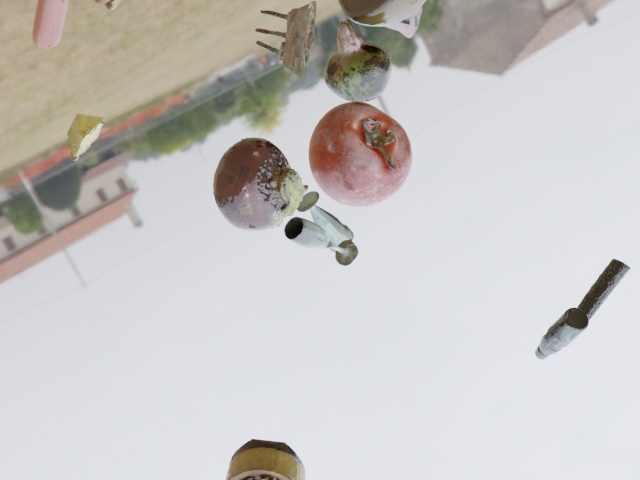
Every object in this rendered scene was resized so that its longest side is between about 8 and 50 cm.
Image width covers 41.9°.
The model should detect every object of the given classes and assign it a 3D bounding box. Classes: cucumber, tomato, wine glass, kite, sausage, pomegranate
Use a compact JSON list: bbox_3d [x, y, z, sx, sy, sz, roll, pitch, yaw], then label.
[{"bbox_3d":[0.749,0.146,2.248,0.214,0.052,0.058,-53,-155,-2],"label":"cucumber"},{"bbox_3d":[0.092,-0.210,2.133,0.270,0.270,0.227,-37,178,-40],"label":"tomato"},{"bbox_3d":[0.012,-0.045,1.981,0.073,0.155,0.073,-26,-146,20],"label":"wine glass"},{"bbox_3d":[-0.060,-0.363,1.454,0.016,0.127,0.229,6,-162,-31],"label":"kite"},{"bbox_3d":[-0.582,-0.489,1.804,0.062,0.062,0.154,-42,163,-52],"label":"sausage"},{"bbox_3d":[0.073,-0.361,1.692,0.138,0.163,0.125,-9,-176,17],"label":"pomegranate"},{"bbox_3d":[0.000,0.000,1.778,0.066,0.066,0.198,-20,153,32],"label":"wine glass"}]

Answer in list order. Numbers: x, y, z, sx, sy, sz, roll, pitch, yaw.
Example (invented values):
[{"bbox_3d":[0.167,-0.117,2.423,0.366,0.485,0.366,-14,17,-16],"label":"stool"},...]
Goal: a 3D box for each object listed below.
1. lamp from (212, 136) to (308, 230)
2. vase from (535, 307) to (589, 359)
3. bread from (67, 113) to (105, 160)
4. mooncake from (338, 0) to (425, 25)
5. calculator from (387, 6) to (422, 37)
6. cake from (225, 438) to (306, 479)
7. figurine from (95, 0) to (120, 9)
[{"bbox_3d":[-0.099,-0.092,1.386,0.135,0.156,0.157,6,-171,36],"label":"lamp"},{"bbox_3d":[0.545,0.223,1.924,0.060,0.060,0.211,-33,162,-27],"label":"vase"},{"bbox_3d":[-0.562,-0.249,2.031,0.080,0.109,0.084,8,134,-33],"label":"bread"},{"bbox_3d":[0.128,-0.535,1.649,0.117,0.234,0.235,-12,178,-45],"label":"mooncake"},{"bbox_3d":[0.188,-0.699,2.377,0.048,0.220,0.329,-64,168,-12],"label":"calculator"},{"bbox_3d":[-0.133,0.576,1.883,0.185,0.207,0.178,-22,-164,15],"label":"cake"},{"bbox_3d":[-0.399,-0.477,1.469,0.176,0.121,0.122,1,122,-55],"label":"figurine"}]
